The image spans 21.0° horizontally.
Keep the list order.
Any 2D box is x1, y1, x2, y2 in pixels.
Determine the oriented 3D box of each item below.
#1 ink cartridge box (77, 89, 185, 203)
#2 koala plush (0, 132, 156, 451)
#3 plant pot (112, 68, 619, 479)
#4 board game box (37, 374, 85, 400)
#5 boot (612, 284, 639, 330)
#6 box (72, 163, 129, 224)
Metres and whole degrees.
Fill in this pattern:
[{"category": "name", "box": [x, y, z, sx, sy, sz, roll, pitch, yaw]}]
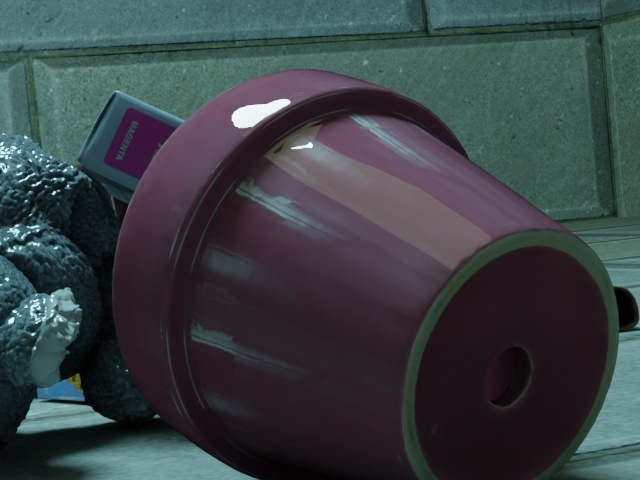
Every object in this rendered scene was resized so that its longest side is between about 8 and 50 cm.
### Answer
[{"category": "ink cartridge box", "box": [0.000, 0.000, 1.144, 0.311, 0.065, 0.186, 27, -4, 1]}, {"category": "koala plush", "box": [-0.212, 0.050, 1.052, 0.196, 0.203, 0.221, -5, 14, 9]}, {"category": "plant pot", "box": [0.031, 0.033, 0.805, 0.201, 0.201, 0.180, -7, 18, -36]}, {"category": "board game box", "box": [-0.090, 0.093, 1.287, 0.160, 0.039, 0.211, -7, 3, -40]}, {"category": "boot", "box": [0.116, 0.059, 1.551, 0.264, 0.096, 0.280, 2, 8, -10]}, {"category": "box", "box": [-0.227, 0.028, 1.449, 0.381, 0.143, 0.191, -15, -6, 39]}]
